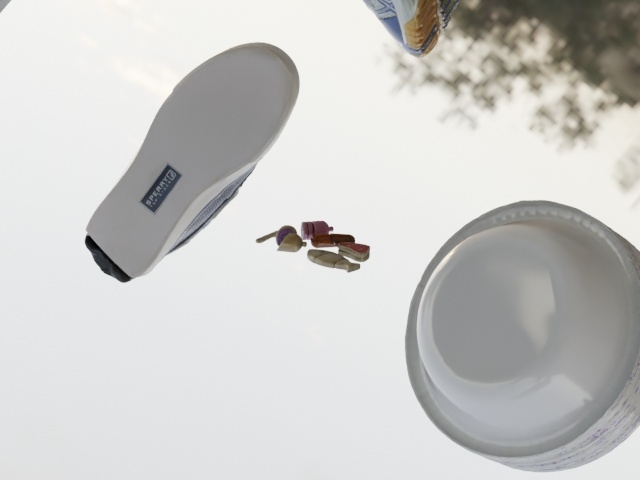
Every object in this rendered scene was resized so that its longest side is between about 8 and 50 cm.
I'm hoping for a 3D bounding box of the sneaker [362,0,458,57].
[{"bbox_3d":[0.067,-0.301,1.721,0.131,0.112,0.296,24,167,22],"label":"sneaker"}]

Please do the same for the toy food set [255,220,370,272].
[{"bbox_3d":[0.000,0.000,1.585,0.122,0.019,0.078,15,-157,31],"label":"toy food set"}]

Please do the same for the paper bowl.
[{"bbox_3d":[0.218,0.096,1.701,0.148,0.284,0.284,30,-163,-52],"label":"paper bowl"}]

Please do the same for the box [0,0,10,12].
[{"bbox_3d":[-0.264,-0.203,0.906,0.203,0.103,0.114,25,158,27],"label":"box"}]

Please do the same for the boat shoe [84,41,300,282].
[{"bbox_3d":[-0.129,-0.105,1.818,0.127,0.340,0.158,46,-155,1],"label":"boat shoe"}]
